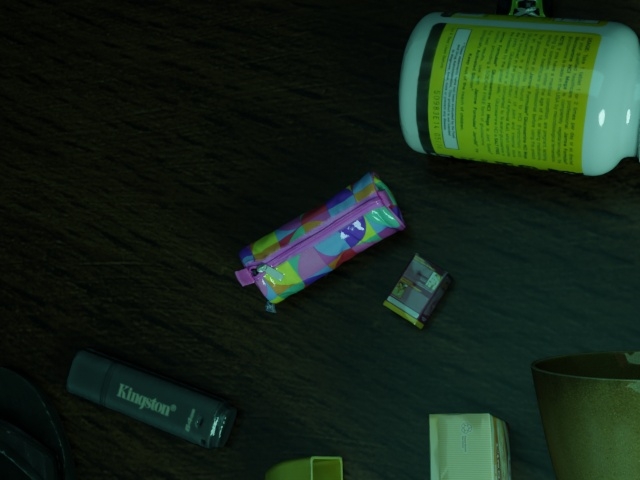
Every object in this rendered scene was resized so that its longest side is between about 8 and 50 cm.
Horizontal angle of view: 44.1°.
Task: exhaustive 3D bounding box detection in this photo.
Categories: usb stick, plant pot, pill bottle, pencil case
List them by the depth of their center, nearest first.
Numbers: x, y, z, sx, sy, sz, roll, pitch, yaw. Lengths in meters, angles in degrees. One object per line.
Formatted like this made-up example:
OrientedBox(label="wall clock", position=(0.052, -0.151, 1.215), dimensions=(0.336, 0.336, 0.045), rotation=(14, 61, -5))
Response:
OrientedBox(label="plant pot", position=(0.351, 0.256, 0.841), dimensions=(0.237, 0.237, 0.254), rotation=(-3, 88, 19))
OrientedBox(label="pill bottle", position=(0.282, -0.182, 0.991), dimensions=(0.334, 0.188, 0.188), rotation=(11, 79, 25))
OrientedBox(label="plant pot", position=(-0.025, 0.322, 1.021), dimensions=(0.083, 0.081, 0.081), rotation=(-11, 71, 29))
OrientedBox(label="pencil case", position=(0.000, 0.000, 1.093), dimensions=(0.236, 0.104, 0.104), rotation=(-32, 67, 7))
OrientedBox(label="usb stick", position=(-0.251, 0.225, 1.144), dimensions=(0.278, 0.045, 0.077), rotation=(15, 79, 22))

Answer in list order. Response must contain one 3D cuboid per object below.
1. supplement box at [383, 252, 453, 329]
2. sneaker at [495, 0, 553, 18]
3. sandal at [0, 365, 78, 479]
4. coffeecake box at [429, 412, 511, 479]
OrientedBox(label="supplement box", position=(0.131, 0.068, 1.056), dimensions=(0.055, 0.043, 0.083), rotation=(33, 88, 25))
OrientedBox(label="sneaker", position=(0.281, -0.358, 1.098), dimensions=(0.084, 0.097, 0.234), rotation=(1, 75, 20))
OrientedBox(label="sandal", position=(-0.436, 0.357, 1.137), dimensions=(0.167, 0.107, 0.445), rotation=(-38, 66, 5))
OrientedBox(label="coffeecake box", position=(0.176, 0.275, 0.902), dimensions=(0.068, 0.185, 0.142), rotation=(-5, 73, 18))
